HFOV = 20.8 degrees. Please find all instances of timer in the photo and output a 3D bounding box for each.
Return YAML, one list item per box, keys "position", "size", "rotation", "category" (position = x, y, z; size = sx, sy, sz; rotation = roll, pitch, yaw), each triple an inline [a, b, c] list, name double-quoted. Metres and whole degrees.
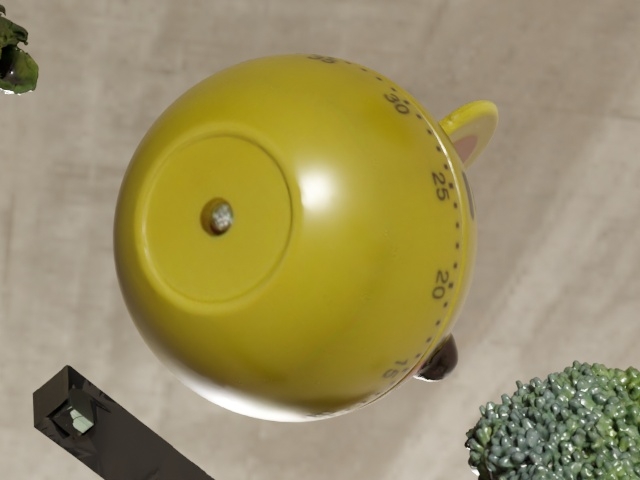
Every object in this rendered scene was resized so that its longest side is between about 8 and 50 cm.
- position: [0.000, 0.000, 1.635]
  size: [0.387, 0.376, 0.376]
  rotation: [7, 88, -63]
  category: "timer"

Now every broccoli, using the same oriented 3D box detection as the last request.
- position: [0.156, 0.145, 0.850]
  size: [0.122, 0.204, 0.118]
  rotation: [-26, -153, 32]
  category: "broccoli"

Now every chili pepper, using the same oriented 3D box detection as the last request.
- position: [-0.361, -0.148, 1.419]
  size: [0.359, 0.085, 0.076]
  rotation: [0, -130, 42]
  category: "chili pepper"

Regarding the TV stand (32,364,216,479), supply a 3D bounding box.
- position: [-0.131, 0.199, 1.440]
  size: [0.040, 0.256, 0.049]
  rotation: [-40, -152, 14]
  category: "TV stand"
